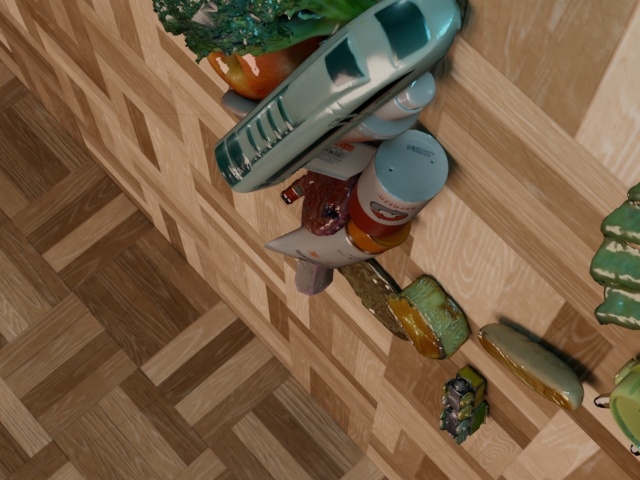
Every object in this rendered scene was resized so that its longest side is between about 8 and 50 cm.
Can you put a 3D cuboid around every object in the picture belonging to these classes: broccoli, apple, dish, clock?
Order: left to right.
[{"bbox_3d":[-0.059,-0.306,1.211,0.245,0.265,0.294,18,-165,-36],"label":"broccoli"},{"bbox_3d":[-0.071,-0.262,1.469,0.163,0.139,0.163,37,147,29],"label":"apple"},{"bbox_3d":[-0.036,-0.142,1.547,0.234,0.064,0.154,15,-167,-42],"label":"dish"},{"bbox_3d":[0.416,0.218,1.344,0.170,0.069,0.232,50,166,0],"label":"clock"}]

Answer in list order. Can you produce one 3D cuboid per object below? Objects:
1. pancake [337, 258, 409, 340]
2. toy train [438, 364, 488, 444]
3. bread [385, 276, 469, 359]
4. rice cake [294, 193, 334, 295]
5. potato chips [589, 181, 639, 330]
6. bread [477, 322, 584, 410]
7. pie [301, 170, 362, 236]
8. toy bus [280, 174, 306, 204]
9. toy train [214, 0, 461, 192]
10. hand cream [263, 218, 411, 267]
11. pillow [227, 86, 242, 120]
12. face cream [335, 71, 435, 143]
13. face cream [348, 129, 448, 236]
[{"bbox_3d":[0.099,0.097,2.057,0.212,0.029,0.235,28,154,54],"label":"pancake"},{"bbox_3d":[0.256,0.292,1.994,0.060,0.081,0.202,41,156,28],"label":"toy train"},{"bbox_3d":[0.178,0.127,1.822,0.140,0.069,0.128,53,165,0],"label":"bread"},{"bbox_3d":[0.000,0.000,1.965,0.064,0.070,0.399,45,159,16],"label":"rice cake"},{"bbox_3d":[0.419,0.104,1.002,0.373,0.097,0.389,53,165,-14],"label":"potato chips"},{"bbox_3d":[0.305,0.175,1.602,0.214,0.053,0.073,36,156,50],"label":"bread"},{"bbox_3d":[0.018,-0.078,1.680,0.038,0.153,0.153,20,179,-27],"label":"pie"},{"bbox_3d":[-0.042,-0.088,1.985,0.031,0.043,0.110,51,165,-4],"label":"toy bus"},{"bbox_3d":[0.004,-0.166,1.265,0.407,0.088,0.086,-33,76,53],"label":"toy train"},{"bbox_3d":[0.024,-0.005,1.774,0.140,0.089,0.314,17,164,-20],"label":"hand cream"},{"bbox_3d":[-0.086,-0.227,1.727,0.173,0.067,0.270,41,164,12],"label":"pillow"},{"bbox_3d":[0.067,-0.170,1.346,0.101,0.101,0.252,54,165,-15],"label":"face cream"},{"bbox_3d":[0.099,-0.071,1.507,0.096,0.096,0.214,49,166,4],"label":"face cream"}]
